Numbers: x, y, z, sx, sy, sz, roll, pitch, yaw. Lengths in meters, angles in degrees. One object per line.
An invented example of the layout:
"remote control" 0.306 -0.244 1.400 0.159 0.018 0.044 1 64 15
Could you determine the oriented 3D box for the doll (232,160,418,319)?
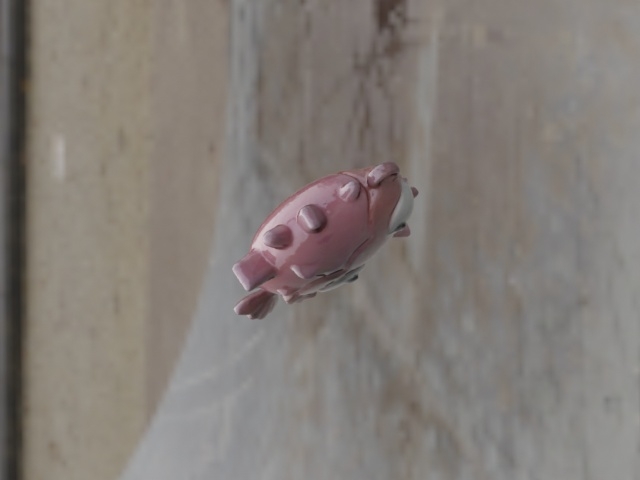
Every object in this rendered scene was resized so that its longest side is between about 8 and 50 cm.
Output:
"doll" 0.000 0.000 1.937 0.262 0.211 0.093 -44 69 33
